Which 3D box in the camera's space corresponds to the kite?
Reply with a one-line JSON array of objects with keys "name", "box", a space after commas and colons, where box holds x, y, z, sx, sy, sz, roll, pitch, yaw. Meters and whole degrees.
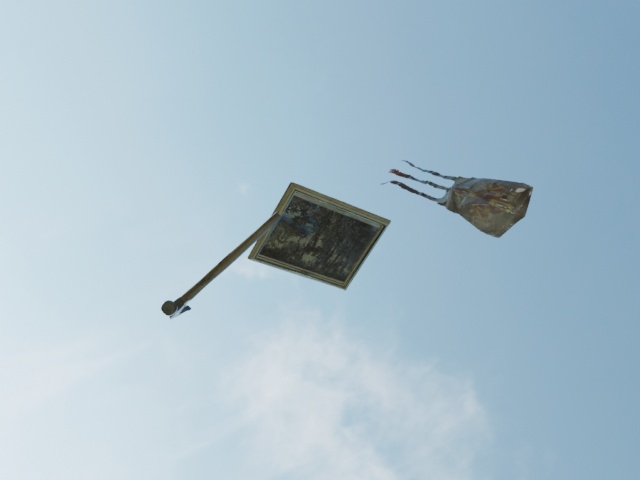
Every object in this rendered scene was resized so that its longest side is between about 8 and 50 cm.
[{"name": "kite", "box": [0.218, -0.081, 1.155, 0.245, 0.015, 0.141, 21, -133, 28]}]

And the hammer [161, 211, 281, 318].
[{"name": "hammer", "box": [-0.116, 0.030, 0.854, 0.182, 0.062, 0.017, -42, -97, -13]}]

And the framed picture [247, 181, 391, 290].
[{"name": "framed picture", "box": [0.000, 0.000, 1.068, 0.142, 0.183, 0.011, -58, -149, 21]}]
